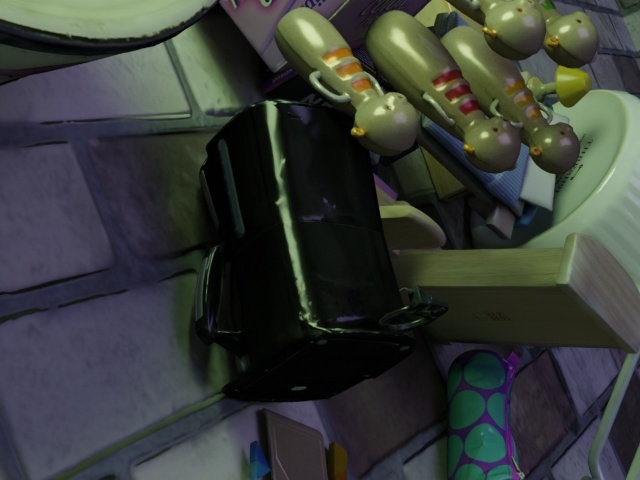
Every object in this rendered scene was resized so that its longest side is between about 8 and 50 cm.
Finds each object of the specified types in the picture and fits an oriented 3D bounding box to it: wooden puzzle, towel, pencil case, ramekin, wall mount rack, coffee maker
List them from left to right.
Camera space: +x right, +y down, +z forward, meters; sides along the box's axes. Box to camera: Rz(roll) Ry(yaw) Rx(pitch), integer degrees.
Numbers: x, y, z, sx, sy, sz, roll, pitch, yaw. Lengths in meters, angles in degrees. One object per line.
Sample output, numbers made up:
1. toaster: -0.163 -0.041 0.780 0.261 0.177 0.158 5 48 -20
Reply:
1. wooden puzzle: -0.016 0.156 0.800 0.116 0.014 0.079 39 33 -43
2. coffee maker: 0.000 0.000 0.778 0.120 0.171 0.178 26 46 -55
3. towel: 0.042 -0.073 1.096 0.083 0.009 0.060 51 29 -27
4. pencil case: 0.145 0.169 1.018 0.064 0.070 0.152 45 32 -35
5. ramekin: 0.278 -0.039 1.237 0.127 0.273 0.273 39 35 -23
6. wall mount rack: 0.317 0.230 1.081 0.350 0.130 0.304 22 50 -86

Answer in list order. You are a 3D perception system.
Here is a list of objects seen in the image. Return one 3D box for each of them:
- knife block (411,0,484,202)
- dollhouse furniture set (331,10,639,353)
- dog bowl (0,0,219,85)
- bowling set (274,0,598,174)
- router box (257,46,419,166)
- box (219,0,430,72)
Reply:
1. knife block: 0.125 -0.211 1.276 0.242 0.088 0.276 51 31 -26
2. dollhouse furniture set: 0.165 -0.089 1.013 0.286 0.198 0.303 38 60 -43
3. dog bowl: -0.219 -0.255 0.576 0.408 0.150 0.408 32 47 -42
4. bowling set: 0.127 -0.154 0.823 0.287 0.200 0.154 -11 55 -51
5. router box: 0.013 -0.160 1.061 0.179 0.046 0.133 26 45 -45
6. box: -0.023 -0.279 0.953 0.243 0.117 0.213 52 32 5
